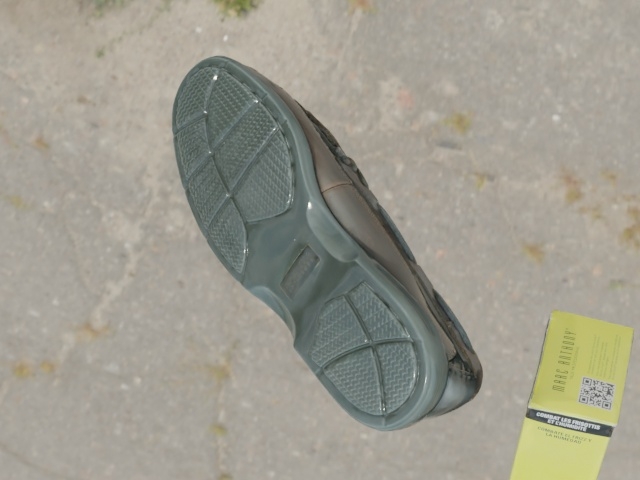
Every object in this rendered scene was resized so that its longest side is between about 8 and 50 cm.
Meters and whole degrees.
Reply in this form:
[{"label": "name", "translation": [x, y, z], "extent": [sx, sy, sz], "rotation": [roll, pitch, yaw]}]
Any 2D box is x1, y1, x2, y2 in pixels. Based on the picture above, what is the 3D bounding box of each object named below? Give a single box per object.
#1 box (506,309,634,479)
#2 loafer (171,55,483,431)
[{"label": "box", "translation": [0.162, 0.157, 0.813], "extent": [0.058, 0.087, 0.232], "rotation": [14, 137, 11]}, {"label": "loafer", "translation": [0.000, 0.000, 0.702], "extent": [0.084, 0.267, 0.096], "rotation": [6, 134, -52]}]
